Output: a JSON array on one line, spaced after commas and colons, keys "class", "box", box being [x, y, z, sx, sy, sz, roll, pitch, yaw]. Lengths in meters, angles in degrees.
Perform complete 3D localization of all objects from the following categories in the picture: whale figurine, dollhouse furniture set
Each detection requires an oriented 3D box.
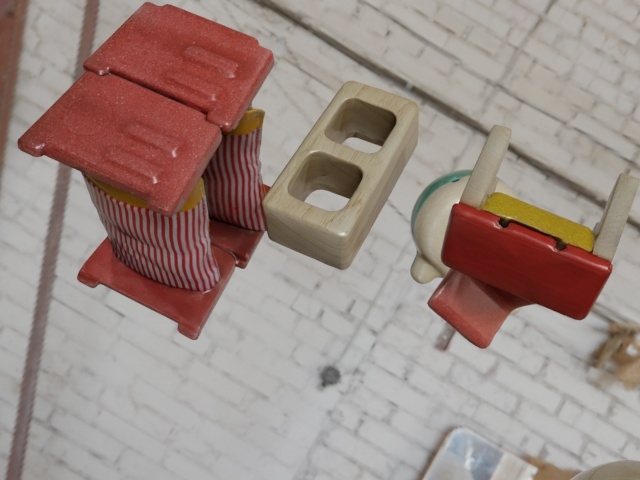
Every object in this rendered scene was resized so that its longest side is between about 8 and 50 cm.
[{"class": "whale figurine", "box": [0.241, 0.010, 1.426, 0.141, 0.216, 0.272, -113, -179, -60]}, {"class": "dollhouse furniture set", "box": [0.000, 0.000, 0.636, 0.374, 0.152, 0.201, 24, -28, 14]}]

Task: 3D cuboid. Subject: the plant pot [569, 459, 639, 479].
[{"class": "plant pot", "box": [0.404, 0.403, 1.153, 0.284, 0.284, 0.191, 24, -21, 38]}]
